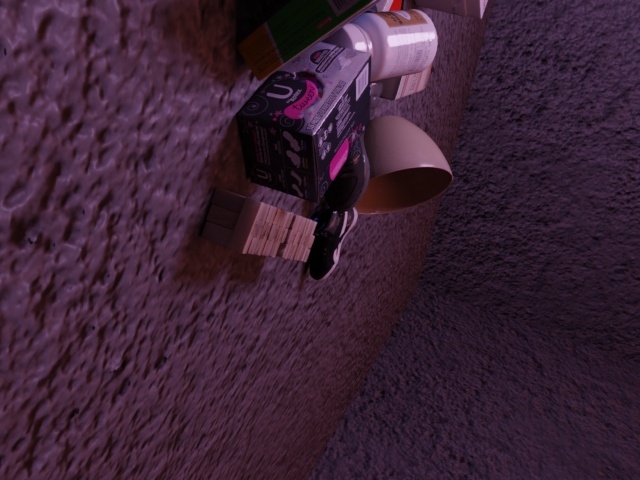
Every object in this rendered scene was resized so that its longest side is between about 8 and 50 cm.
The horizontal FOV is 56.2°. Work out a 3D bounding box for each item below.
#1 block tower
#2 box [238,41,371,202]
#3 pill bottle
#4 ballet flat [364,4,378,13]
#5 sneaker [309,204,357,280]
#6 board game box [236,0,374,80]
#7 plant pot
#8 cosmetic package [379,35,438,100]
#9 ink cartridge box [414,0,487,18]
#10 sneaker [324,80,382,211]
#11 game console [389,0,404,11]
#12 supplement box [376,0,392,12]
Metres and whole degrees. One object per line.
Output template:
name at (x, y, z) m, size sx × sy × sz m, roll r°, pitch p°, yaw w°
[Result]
block tower at (-0.102, -0.022, 1.108) m, size 0.335 × 0.097 × 0.090 m, roll 17°, pitch 92°, yaw -75°
box at (-0.020, -0.219, 1.063) m, size 0.163 × 0.142 × 0.247 m, roll 86°, pitch 27°, yaw -50°
pill bottle at (0.113, -0.386, 1.193) m, size 0.229 × 0.131 × 0.131 m, roll -21°, pitch 133°, yaw -36°
ballet flat at (0.077, -0.483, 1.204) m, size 0.203 × 0.074 × 0.074 m, roll -16°, pitch 123°, yaw -67°
sneaker at (0.000, 0.000, 1.504) m, size 0.121 × 0.079 × 0.216 m, roll 7°, pitch 112°, yaw -53°
board game box at (0.047, -0.380, 0.925) m, size 0.064 × 0.242 × 0.316 m, roll 56°, pitch 46°, yaw -15°
plant pot at (0.179, -0.209, 1.551) m, size 0.284 × 0.284 × 0.190 m, roll 52°, pitch 26°, yaw -70°
cosmetic package at (0.182, -0.442, 1.468) m, size 0.296 × 0.129 × 0.153 m, roll -39°, pitch 146°, yaw -59°
ink cartridge box at (0.375, -0.770, 1.590) m, size 0.198 × 0.197 × 0.269 m, roll 13°, pitch 95°, yaw -74°
sneaker at (0.035, -0.216, 1.328) m, size 0.140 × 0.125 × 0.340 m, roll -24°, pitch 129°, yaw -44°
game console at (0.159, -0.606, 1.415) m, size 0.124 × 0.085 × 0.143 m, roll -23°, pitch 138°, yaw -25°
supplement box at (0.124, -0.529, 1.307) m, size 0.036 × 0.062 × 0.098 m, roll 62°, pitch 50°, yaw -70°
